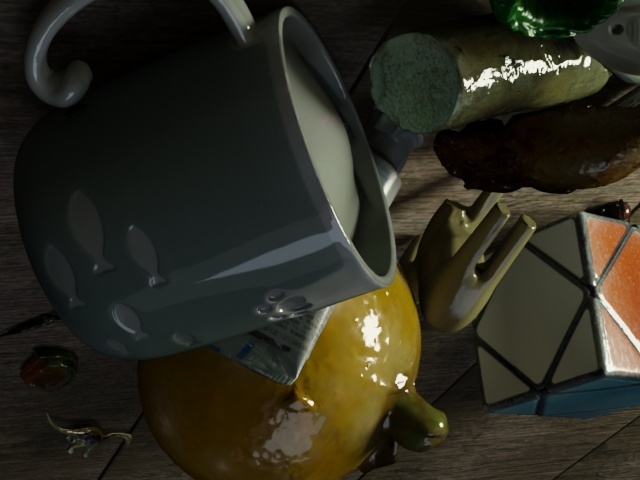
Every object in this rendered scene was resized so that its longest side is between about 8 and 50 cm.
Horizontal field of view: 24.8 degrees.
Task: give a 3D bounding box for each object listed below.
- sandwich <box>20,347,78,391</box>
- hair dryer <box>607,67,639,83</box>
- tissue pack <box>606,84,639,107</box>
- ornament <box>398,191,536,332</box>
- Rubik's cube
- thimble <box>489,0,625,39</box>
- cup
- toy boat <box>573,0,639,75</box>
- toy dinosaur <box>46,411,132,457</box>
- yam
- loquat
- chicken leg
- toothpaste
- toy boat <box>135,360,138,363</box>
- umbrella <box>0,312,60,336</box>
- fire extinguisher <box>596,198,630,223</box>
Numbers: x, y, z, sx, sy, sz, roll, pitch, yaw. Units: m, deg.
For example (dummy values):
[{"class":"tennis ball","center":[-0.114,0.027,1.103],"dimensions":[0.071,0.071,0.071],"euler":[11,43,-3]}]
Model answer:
[{"class":"sandwich","center":[-0.337,0.164,1.818],"dimensions":[0.069,0.026,0.101],"euler":[0,151,-29]},{"class":"hair dryer","center":[0.331,-0.211,1.410],"dimensions":[0.137,0.047,0.082],"euler":[-36,148,23]},{"class":"tissue pack","center":[0.305,-0.124,1.523],"dimensions":[0.193,0.026,0.122],"euler":[-34,-176,38]},{"class":"ornament","center":[0.144,0.017,1.630],"dimensions":[0.061,0.230,0.245],"euler":[26,117,-14]},{"class":"Rubik's cube","center":[0.325,0.100,1.801],"dimensions":[0.205,0.207,0.205],"euler":[8,158,-39]},{"class":"thimble","center":[0.198,-0.232,1.240],"dimensions":[0.130,0.090,0.118],"euler":[-1,153,-24]},{"class":"cup","center":[-0.126,-0.074,1.253],"dimensions":[0.275,0.259,0.356],"euler":[-21,122,13]},{"class":"toy boat","center":[0.368,-0.212,1.310],"dimensions":[0.269,0.140,0.141],"euler":[-18,155,-13]},{"class":"toy dinosaur","center":[-0.335,0.277,2.036],"dimensions":[0.058,0.037,0.180],"euler":[-47,153,11]},{"class":"yam","center":[0.166,-0.161,1.347],"dimensions":[0.259,0.106,0.106],"euler":[-18,163,-44]},{"class":"loquat","center":[-0.025,0.129,1.543],"dimensions":[0.328,0.359,0.328],"euler":[-45,151,-34]},{"class":"chicken leg","center":[0.244,-0.097,1.389],"dimensions":[0.177,0.083,0.322],"euler":[-24,-166,-32]},{"class":"toothpaste","center":[0.000,0.000,1.405],"dimensions":[0.114,0.299,0.073],"euler":[26,158,19]},{"class":"toy boat","center":[-0.205,0.057,1.629],"dimensions":[0.066,0.084,0.210],"euler":[4,144,-10]},{"class":"umbrella","center":[-0.324,0.094,1.703],"dimensions":[0.122,0.013,0.022],"euler":[-19,175,6]},{"class":"fire extinguisher","center":[0.361,-0.030,1.805],"dimensions":[0.046,0.032,0.100],"euler":[16,160,17]}]
